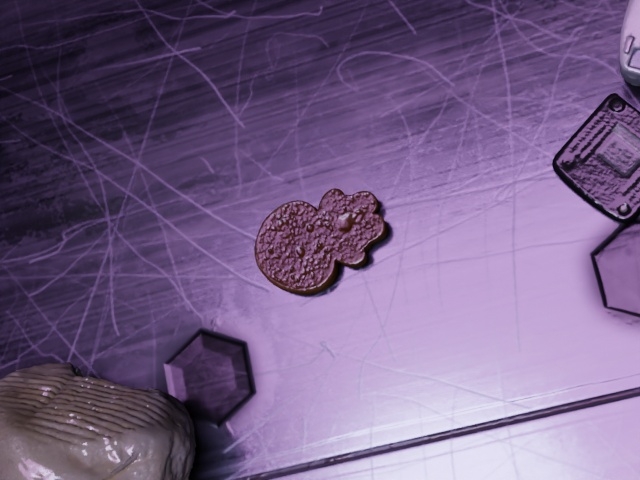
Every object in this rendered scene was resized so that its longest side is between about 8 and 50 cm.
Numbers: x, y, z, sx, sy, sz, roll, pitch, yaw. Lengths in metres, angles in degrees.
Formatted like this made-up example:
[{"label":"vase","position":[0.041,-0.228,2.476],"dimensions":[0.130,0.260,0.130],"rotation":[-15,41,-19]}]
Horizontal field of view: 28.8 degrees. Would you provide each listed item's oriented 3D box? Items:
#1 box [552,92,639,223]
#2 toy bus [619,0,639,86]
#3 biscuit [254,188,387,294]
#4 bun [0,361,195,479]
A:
[{"label":"box","position":[0.358,-0.097,1.493],"dimensions":[0.126,0.027,0.125],"rotation":[42,93,20]},{"label":"toy bus","position":[0.514,-0.200,1.435],"dimensions":[0.343,0.097,0.138],"rotation":[20,92,18]},{"label":"biscuit","position":[0.000,0.000,1.579],"dimensions":[0.175,0.026,0.124],"rotation":[-22,75,11]},{"label":"bun","position":[-0.291,0.284,1.506],"dimensions":[0.282,0.281,0.204],"rotation":[10,107,18]}]
